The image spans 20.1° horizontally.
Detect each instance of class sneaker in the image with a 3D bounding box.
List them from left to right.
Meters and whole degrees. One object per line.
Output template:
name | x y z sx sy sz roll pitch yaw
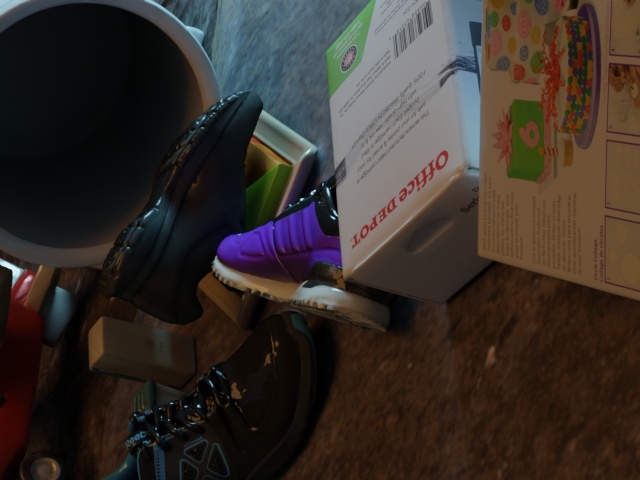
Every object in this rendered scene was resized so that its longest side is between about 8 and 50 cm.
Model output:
sneaker | -0.129 -0.035 1.983 0.286 0.130 0.109 -61 14 -16
sneaker | -0.121 0.206 1.875 0.341 0.140 0.125 -57 30 27
sneaker | 0.001 0.000 1.818 0.293 0.102 0.146 13 83 57

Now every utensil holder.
utensil holder | -0.323 -0.181 2.176 0.327 0.328 0.385 -68 24 11

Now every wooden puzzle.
wooden puzzle | -0.096 -0.038 2.058 0.239 0.044 0.221 41 113 60

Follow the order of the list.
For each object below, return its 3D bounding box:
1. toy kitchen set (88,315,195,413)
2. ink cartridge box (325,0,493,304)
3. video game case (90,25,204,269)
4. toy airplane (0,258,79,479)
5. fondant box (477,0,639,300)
toy kitchen set | -0.232 0.225 2.084 0.166 0.122 0.207 -47 38 41
ink cartridge box | 0.107 -0.108 1.650 0.198 0.115 0.272 -44 40 44
video game case | -0.269 -0.122 2.424 0.300 0.036 0.329 6 82 62
toy airplane | -0.461 0.179 2.358 0.384 0.272 0.386 -124 43 -74
fondant box | 0.241 -0.083 1.347 0.330 0.096 0.238 17 109 61
